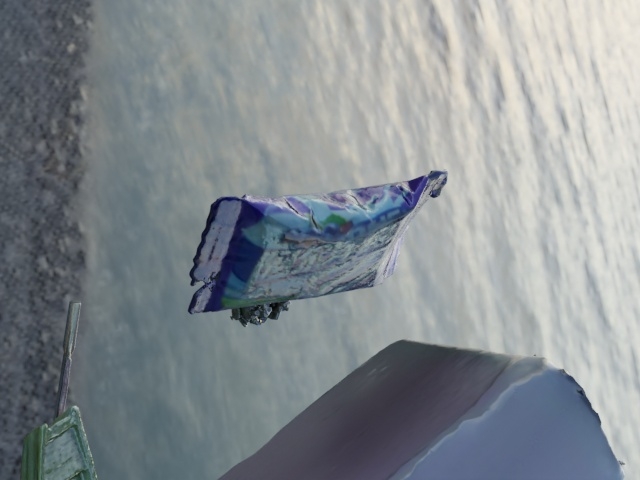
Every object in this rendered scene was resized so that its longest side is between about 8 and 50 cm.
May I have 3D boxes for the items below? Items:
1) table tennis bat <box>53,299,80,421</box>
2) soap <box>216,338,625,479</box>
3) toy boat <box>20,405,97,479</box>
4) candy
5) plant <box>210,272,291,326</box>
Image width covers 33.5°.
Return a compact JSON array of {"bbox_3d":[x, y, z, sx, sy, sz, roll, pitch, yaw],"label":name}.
[{"bbox_3d":[-0.407,0.205,1.697,0.130,0.019,0.220,-176,-85,-75],"label":"table tennis bat"},{"bbox_3d":[0.020,0.186,0.735,0.107,0.285,0.296,54,-12,-7],"label":"soap"},{"bbox_3d":[-0.246,0.316,1.076,0.093,0.055,0.293,-27,106,-63],"label":"toy boat"},{"bbox_3d":[0.000,0.000,1.035,0.275,0.145,0.070,-9,43,-34],"label":"candy"},{"bbox_3d":[-0.102,0.055,1.462,0.143,0.092,0.094,54,18,25],"label":"plant"}]
